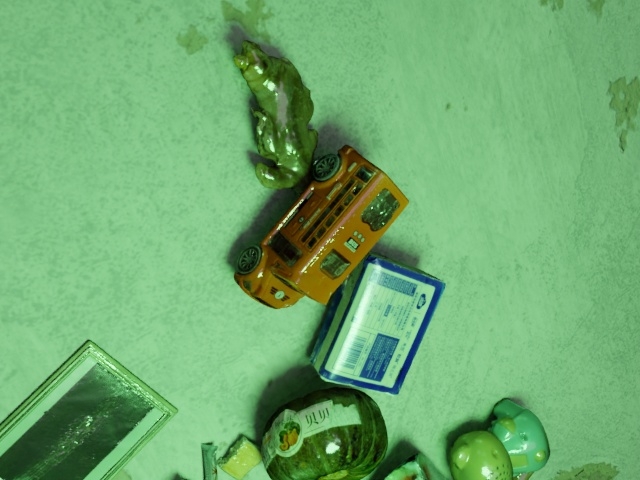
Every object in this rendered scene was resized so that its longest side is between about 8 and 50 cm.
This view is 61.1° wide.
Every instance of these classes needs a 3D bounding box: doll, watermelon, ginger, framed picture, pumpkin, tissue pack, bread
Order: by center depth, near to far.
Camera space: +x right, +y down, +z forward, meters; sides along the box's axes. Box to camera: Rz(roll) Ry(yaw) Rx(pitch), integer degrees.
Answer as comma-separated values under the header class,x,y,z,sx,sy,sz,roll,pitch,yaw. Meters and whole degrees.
class,x,y,z,sx,sy,sz,roll,pitch,yaw
framed picture,-0.437,0.353,0.967,0.293,0.018,0.231,-46,116,-10
ginger,-0.068,-0.201,0.988,0.166,0.080,0.333,-29,121,-27
pumpkin,0.006,0.388,1.092,0.260,0.189,0.260,-9,143,-6
bread,-0.162,0.449,1.113,0.083,0.035,0.070,-48,116,-2
tissue pack,0.113,0.165,1.129,0.209,0.137,0.270,18,97,-28
watermelon,0.219,0.659,1.239,0.289,0.213,0.320,-36,128,-17
doll,0.437,0.538,1.351,0.260,0.161,0.177,-19,111,-23

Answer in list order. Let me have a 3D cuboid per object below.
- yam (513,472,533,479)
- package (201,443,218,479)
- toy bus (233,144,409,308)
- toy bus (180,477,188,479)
class,x,y,z,sx,sy,sz,roll,pitch,yaw
yam,0.525,0.666,1.485,0.241,0.056,0.057,-47,117,-12
package,-0.221,0.461,1.092,0.037,0.015,0.111,0,104,6
toy bus,0.000,0.000,0.988,0.329,0.153,0.143,-49,135,1
toy bus,-0.299,0.558,1.037,0.198,0.096,0.108,-38,110,-10
